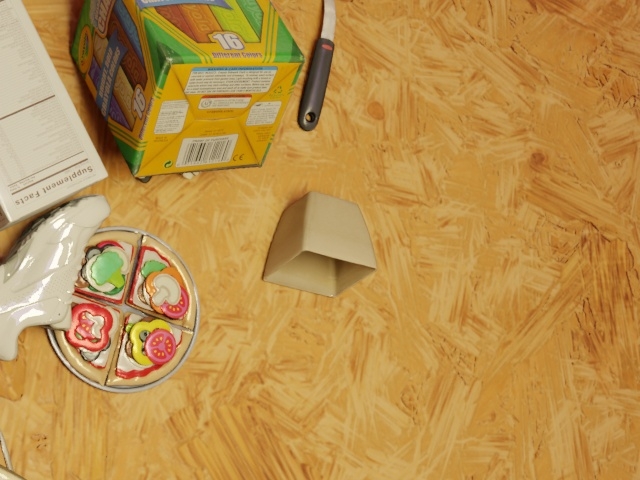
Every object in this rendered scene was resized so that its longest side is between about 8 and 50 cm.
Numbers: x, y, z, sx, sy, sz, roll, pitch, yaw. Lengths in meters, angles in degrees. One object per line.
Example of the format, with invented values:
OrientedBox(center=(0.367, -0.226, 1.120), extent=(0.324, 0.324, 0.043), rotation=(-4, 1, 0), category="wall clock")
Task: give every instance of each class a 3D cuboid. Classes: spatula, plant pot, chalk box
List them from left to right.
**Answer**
OrientedBox(center=(-0.173, -0.240, 1.774), extent=(0.180, 0.179, 0.289), rotation=(-7, 50, -31), category="chalk box")
OrientedBox(center=(0.000, 0.000, 1.910), extent=(0.109, 0.109, 0.096), rotation=(15, 62, -27), category="plant pot")
OrientedBox(center=(0.007, -0.285, 2.006), extent=(0.084, 0.030, 0.296), rotation=(18, 73, -25), category="spatula")

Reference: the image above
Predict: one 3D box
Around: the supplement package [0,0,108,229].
OrientedBox(center=(-0.370, -0.141, 1.698), extent=(0.139, 0.134, 0.244), rotation=(-28, 95, -31), category="supplement package")

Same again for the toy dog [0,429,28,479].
OrientedBox(center=(-0.373, 0.288, 1.543), extent=(0.161, 0.333, 0.220), rotation=(31, 61, 11), category="toy dog")

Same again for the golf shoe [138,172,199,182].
OrientedBox(center=(-0.155, -0.122, 1.870), extent=(0.186, 0.067, 0.086), rotation=(-12, 114, -32), category="golf shoe")

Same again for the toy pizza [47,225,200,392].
OrientedBox(center=(-0.231, 0.081, 1.798), extent=(0.201, 0.032, 0.201), rotation=(6, 78, -29), category="toy pizza")

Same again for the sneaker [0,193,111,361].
OrientedBox(center=(-0.314, 0.046, 1.728), extent=(0.232, 0.090, 0.115), rotation=(-46, 104, -19), category="sneaker")
